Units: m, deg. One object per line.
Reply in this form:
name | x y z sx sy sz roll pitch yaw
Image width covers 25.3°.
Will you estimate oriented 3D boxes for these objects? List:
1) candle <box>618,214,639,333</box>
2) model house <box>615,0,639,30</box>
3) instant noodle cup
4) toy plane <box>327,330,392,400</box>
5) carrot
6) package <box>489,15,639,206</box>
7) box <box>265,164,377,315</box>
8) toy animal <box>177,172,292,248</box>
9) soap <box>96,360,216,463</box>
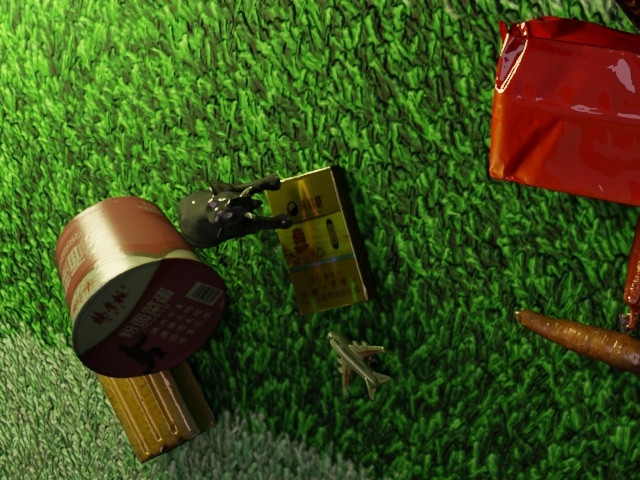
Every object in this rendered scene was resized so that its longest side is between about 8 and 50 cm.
candle | 0.393 0.041 1.720 0.053 0.048 0.162 15 110 13
model house | 0.429 -0.329 1.498 0.317 0.297 0.282 47 126 -8
instant noodle cup | -0.275 0.060 2.069 0.234 0.235 0.178 -60 43 28
toy plane | 0.051 0.168 1.989 0.111 0.040 0.102 50 121 16
carrot | 0.332 0.122 1.787 0.191 0.047 0.047 20 111 34
package | 0.377 -0.142 1.643 0.424 0.123 0.195 15 114 32
box | 0.000 0.000 1.993 0.121 0.030 0.193 -15 93 36
toy animal | -0.112 -0.042 1.954 0.269 0.137 0.082 -15 88 65
soap | -0.269 0.213 2.199 0.140 0.073 0.232 -32 82 34
